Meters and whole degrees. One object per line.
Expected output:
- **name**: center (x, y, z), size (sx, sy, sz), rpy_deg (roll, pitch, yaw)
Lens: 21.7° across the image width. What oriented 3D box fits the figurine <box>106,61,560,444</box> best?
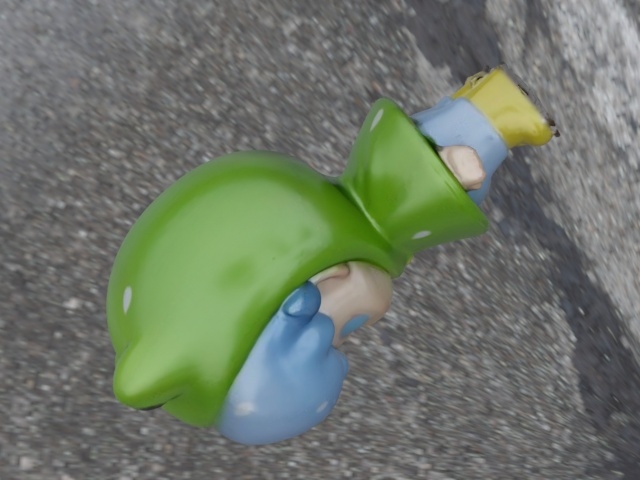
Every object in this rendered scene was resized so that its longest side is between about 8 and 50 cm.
- **figurine**: center (0.000, 0.000, 0.887), size (0.263, 0.162, 0.143), rpy_deg (-37, 102, -2)
